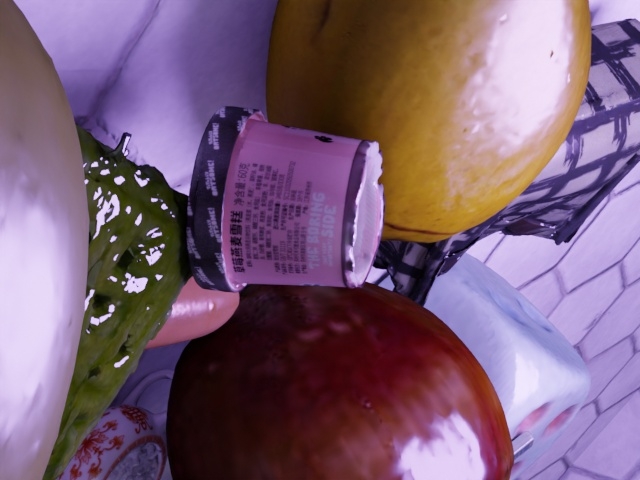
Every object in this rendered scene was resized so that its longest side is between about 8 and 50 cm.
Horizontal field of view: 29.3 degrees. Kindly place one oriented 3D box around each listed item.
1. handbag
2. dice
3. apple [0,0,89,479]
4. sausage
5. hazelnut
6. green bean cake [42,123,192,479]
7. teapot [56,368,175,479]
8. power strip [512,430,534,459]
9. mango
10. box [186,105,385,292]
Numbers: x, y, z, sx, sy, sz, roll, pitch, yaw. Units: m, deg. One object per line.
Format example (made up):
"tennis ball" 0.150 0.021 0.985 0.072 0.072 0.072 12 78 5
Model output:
"handbag" 0.230 -0.087 1.457 0.325 0.162 0.327 -19 153 -31
"dice" 0.185 0.188 1.667 0.268 0.264 0.262 -50 152 14
"apple" -0.331 0.029 0.512 0.474 0.473 0.473 -32 151 -20
"sausage" -0.198 0.068 1.186 0.289 0.086 0.086 -6 136 -51
"hazelnut" 0.021 0.225 1.358 0.421 0.420 0.353 -16 175 -41
"green bean cake" -0.252 0.045 0.890 0.335 0.218 0.319 -57 155 1
"teapot" -0.232 0.249 1.375 0.245 0.116 0.159 -59 142 -4
"power strip" 0.236 0.271 1.547 0.083 0.017 0.027 -36 151 -15
"mango" 0.108 -0.176 1.069 0.301 0.220 0.445 -1 142 -19
"box" -0.022 -0.028 0.987 0.151 0.135 0.151 6 90 -80
